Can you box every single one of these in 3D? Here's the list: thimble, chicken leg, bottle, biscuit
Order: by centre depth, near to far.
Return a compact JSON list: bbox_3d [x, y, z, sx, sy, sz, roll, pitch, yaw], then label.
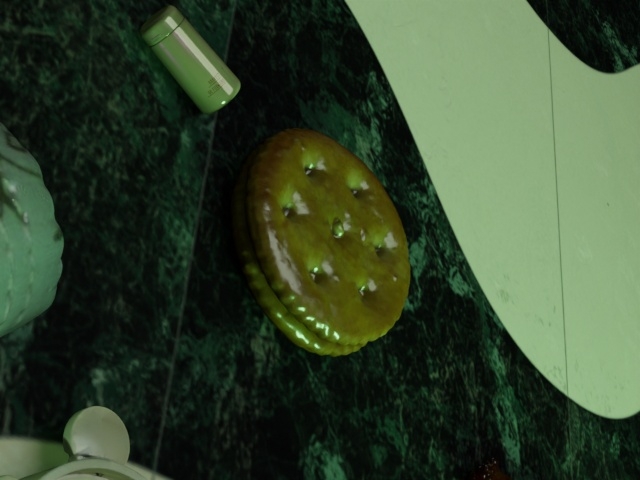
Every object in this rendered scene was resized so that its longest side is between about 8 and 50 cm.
[{"bbox_3d":[-0.237,-0.003,0.612,0.151,0.127,0.118,62,33,-2],"label":"thimble"},{"bbox_3d":[-0.115,-0.160,0.932,0.096,0.045,0.045,50,39,-24],"label":"bottle"},{"bbox_3d":[0.000,0.000,0.990,0.220,0.066,0.220,28,50,-40],"label":"biscuit"},{"bbox_3d":[0.222,0.294,1.156,0.205,0.053,0.093,43,28,-38],"label":"chicken leg"}]

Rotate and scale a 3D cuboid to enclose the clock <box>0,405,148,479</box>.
[{"bbox_3d":[-0.157,0.219,0.666,0.155,0.063,0.229,24,51,-42],"label":"clock"}]
